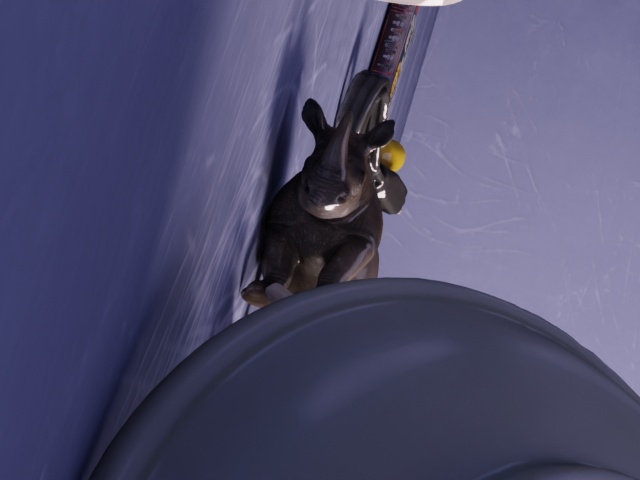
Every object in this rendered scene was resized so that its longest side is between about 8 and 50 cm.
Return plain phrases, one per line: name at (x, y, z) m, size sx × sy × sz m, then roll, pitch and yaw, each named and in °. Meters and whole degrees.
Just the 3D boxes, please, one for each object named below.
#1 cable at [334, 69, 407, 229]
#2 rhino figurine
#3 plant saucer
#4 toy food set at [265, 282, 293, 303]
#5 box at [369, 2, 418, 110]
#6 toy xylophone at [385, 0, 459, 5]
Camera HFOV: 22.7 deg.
cable at (0.022, -0.059, 1.397) m, size 0.139 × 0.072 × 0.287 m, roll -56°, pitch 161°, yaw -8°
rhino figurine at (0.000, 0.000, 0.951) m, size 0.243 × 0.073 × 0.106 m, roll 99°, pitch 12°, yaw -55°
plant saucer at (0.082, 0.199, 0.611) m, size 0.100 × 0.400 × 0.400 m, roll -24°, pitch -140°, yaw 49°
toy food set at (-0.031, 0.130, 0.934) m, size 0.071 × 0.128 × 0.218 m, roll -31°, pitch 154°, yaw -31°
box at (0.064, -0.165, 1.555) m, size 0.094 × 0.027 × 0.137 m, roll 94°, pitch 13°, yaw -69°
toy xylophone at (0.098, -0.296, 1.062) m, size 0.322 × 0.081 × 0.236 m, roll -68°, pitch 173°, yaw -60°
